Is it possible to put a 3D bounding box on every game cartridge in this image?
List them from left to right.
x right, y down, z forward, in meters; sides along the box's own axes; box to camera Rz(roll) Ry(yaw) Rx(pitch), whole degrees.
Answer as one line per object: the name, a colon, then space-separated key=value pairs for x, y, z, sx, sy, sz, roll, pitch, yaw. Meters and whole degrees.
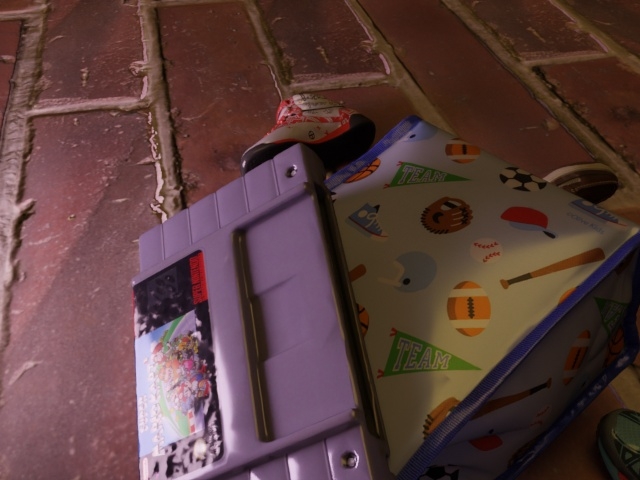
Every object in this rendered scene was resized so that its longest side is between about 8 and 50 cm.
game cartridge: x=-0.073 y=0.098 z=0.689 sx=0.230 sy=0.068 sz=0.355 roll=-25 pitch=53 yaw=17

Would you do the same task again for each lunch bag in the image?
lunch bag: x=0.086 y=0.099 z=0.772 sx=0.385 sy=0.239 sz=0.328 roll=-37 pitch=46 yaw=-21

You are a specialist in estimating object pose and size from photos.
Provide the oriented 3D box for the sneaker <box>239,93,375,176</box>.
sneaker: x=-0.051 y=-0.171 z=1.253 sx=0.270 sy=0.090 sz=0.145 roll=-24 pitch=43 yaw=-32

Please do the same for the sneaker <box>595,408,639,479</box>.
sneaker: x=0.397 y=0.231 z=0.721 sx=0.104 sy=0.125 sz=0.262 roll=-30 pitch=48 yaw=-33

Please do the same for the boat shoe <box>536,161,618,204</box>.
boat shoe: x=0.333 y=-0.040 z=1.103 sx=0.257 sy=0.095 sz=0.095 roll=-16 pitch=55 yaw=-10

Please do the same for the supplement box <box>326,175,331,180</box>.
supplement box: x=0.000 y=0.000 z=1.042 sx=0.104 sy=0.081 sz=0.188 roll=23 pitch=44 yaw=25
